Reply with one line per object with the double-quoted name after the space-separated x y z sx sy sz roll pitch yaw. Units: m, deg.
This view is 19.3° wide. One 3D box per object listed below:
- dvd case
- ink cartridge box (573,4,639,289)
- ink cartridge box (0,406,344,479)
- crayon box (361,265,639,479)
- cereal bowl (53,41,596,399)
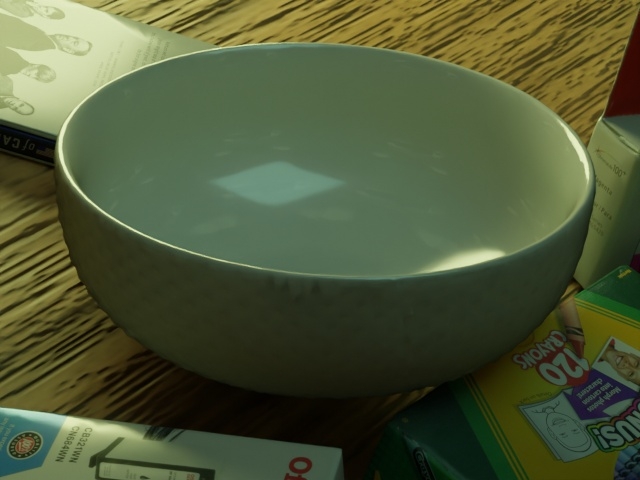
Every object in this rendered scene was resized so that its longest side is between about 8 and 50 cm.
-0.194 -0.120 1.385 0.239 0.029 0.179 17 38 -6 "dvd case"
0.325 -0.086 1.409 0.275 0.238 0.060 -8 40 -32 "ink cartridge box"
-0.096 0.172 0.985 0.203 0.085 0.148 5 35 10 "ink cartridge box"
0.173 0.136 1.200 0.165 0.081 0.278 39 41 21 "crayon box"
0.000 0.000 1.205 0.339 0.141 0.339 2 28 -1 "cereal bowl"
